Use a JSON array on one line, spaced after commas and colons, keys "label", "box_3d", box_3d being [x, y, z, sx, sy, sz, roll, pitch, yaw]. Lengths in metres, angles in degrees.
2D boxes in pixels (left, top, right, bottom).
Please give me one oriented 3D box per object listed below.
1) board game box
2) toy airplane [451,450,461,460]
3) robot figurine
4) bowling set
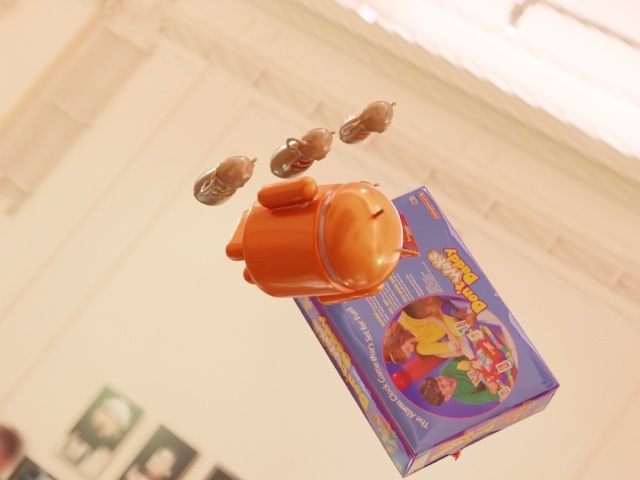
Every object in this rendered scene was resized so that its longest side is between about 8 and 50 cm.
[{"label": "board game box", "box_3d": [0.126, 0.115, 2.079, 0.347, 0.233, 0.078, 58, -24, 23]}, {"label": "toy airplane", "box_3d": [0.228, 0.274, 2.304, 0.028, 0.151, 0.151, 40, -14, -2]}, {"label": "robot figurine", "box_3d": [0.001, 0.001, 1.752, 0.219, 0.128, 0.158, -6, -83, 35]}, {"label": "bowling set", "box_3d": [0.002, -0.051, 1.965, 0.200, 0.287, 0.154, 63, -20, 0]}]
